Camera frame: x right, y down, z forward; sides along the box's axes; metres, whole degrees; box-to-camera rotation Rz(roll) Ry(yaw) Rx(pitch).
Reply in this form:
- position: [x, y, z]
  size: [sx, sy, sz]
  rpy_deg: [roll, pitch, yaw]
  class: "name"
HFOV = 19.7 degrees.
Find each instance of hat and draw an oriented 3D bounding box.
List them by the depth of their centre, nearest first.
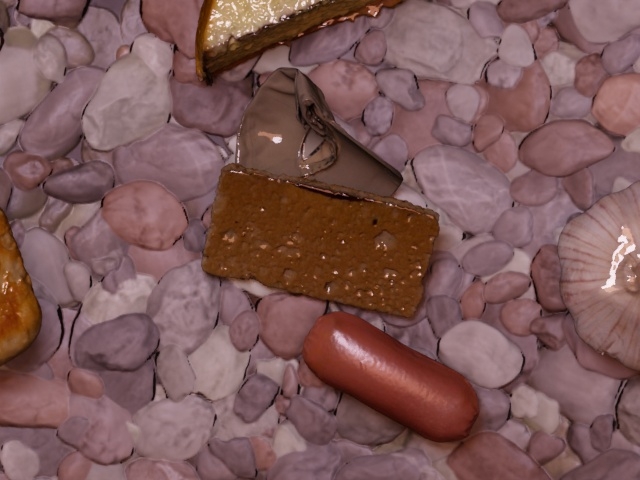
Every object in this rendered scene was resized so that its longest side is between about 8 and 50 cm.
- position: [-0.001, -0.089, 1.888]
  size: [0.175, 0.085, 0.147]
  rpy_deg: [31, 125, -19]
  class: "hat"

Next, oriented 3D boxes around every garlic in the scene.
- position: [0.339, 0.030, 1.808]
  size: [0.199, 0.226, 0.199]
  rpy_deg: [0, 84, 1]
  class: "garlic"

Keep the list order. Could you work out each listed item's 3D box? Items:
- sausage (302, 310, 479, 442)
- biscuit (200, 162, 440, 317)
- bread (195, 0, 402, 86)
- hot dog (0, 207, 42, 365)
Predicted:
- position: [0.073, 0.139, 1.876]
  size: [0.194, 0.077, 0.077]
  rpy_deg: [28, 89, -1]
  class: "sausage"
- position: [0.000, 0.000, 1.875]
  size: [0.231, 0.025, 0.131]
  rpy_deg: [14, 118, -2]
  class: "biscuit"
- position: [-0.031, -0.270, 1.855]
  size: [0.260, 0.129, 0.134]
  rpy_deg: [-27, 82, -2]
  class: "bread"
- position: [-0.383, 0.008, 1.828]
  size: [0.150, 0.153, 0.257]
  rpy_deg: [-26, 101, -30]
  class: "hot dog"
